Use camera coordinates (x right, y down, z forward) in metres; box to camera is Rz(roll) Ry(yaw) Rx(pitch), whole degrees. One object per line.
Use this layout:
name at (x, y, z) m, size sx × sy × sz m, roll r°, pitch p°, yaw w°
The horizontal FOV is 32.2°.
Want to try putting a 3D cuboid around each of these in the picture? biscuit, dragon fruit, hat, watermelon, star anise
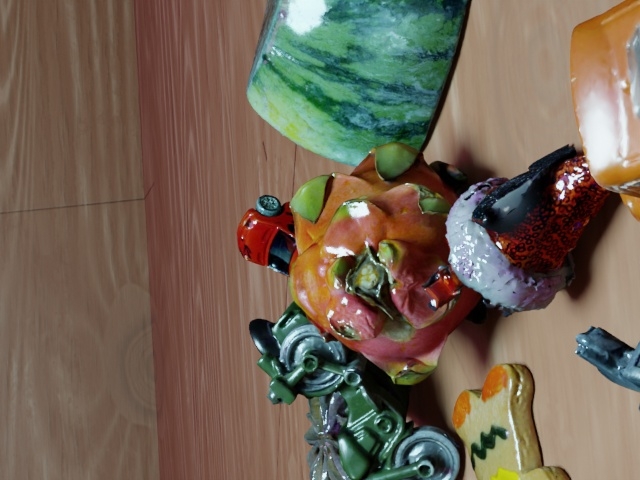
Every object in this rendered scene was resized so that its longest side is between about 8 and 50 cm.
biscuit at (0.186, 0.247, 1.072) m, size 0.165 × 0.036 × 0.250 m, roll 120°, pitch 143°, yaw -56°
dragon fruit at (0.072, 0.019, 1.125) m, size 0.227 × 0.224 × 0.224 m, roll -124°, pitch 37°, yaw -65°
hat at (0.194, -0.029, 0.927) m, size 0.227 × 0.140 × 0.129 m, roll -44°, pitch 60°, yaw 47°
watermelon at (0.046, -0.237, 1.257) m, size 0.201 × 0.213 × 0.261 m, roll -89°, pitch 18°, yaw -49°
star anise at (0.025, 0.273, 1.459) m, size 0.212 × 0.073 × 0.197 m, roll -108°, pitch 29°, yaw -45°

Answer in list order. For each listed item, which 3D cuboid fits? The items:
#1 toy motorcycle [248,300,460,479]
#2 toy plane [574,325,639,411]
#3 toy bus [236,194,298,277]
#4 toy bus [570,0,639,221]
toy motorcycle at (0.034, 0.174, 1.264) m, size 0.127 × 0.275 × 0.205 m, roll -45°, pitch 2°, yaw 12°
toy plane at (0.255, 0.093, 0.781) m, size 0.204 × 0.103 × 0.316 m, roll -59°, pitch 16°, yaw -6°
toy bus at (0.000, 0.000, 1.330) m, size 0.081 × 0.195 × 0.089 m, roll 109°, pitch 149°, yaw -43°
toy bus at (0.260, -0.103, 0.652) m, size 0.329 × 0.153 × 0.143 m, roll 156°, pitch 109°, yaw -63°
